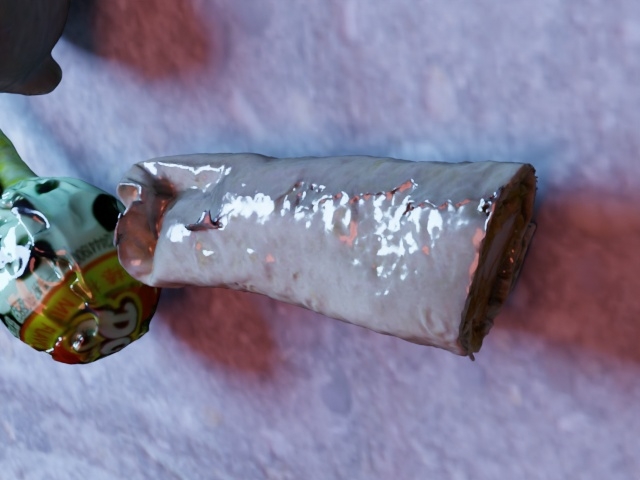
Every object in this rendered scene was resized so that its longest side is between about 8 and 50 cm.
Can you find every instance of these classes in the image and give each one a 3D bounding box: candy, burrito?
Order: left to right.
[{"bbox_3d":[-0.178,-0.071,0.859,0.305,0.083,0.091,57,140,15],"label":"candy"},{"bbox_3d":[0.000,0.000,0.727,0.226,0.060,0.087,7,116,40],"label":"burrito"}]

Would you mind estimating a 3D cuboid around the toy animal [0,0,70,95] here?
[{"bbox_3d":[-0.178,-0.192,0.771,0.125,0.127,0.251,25,114,46],"label":"toy animal"}]
